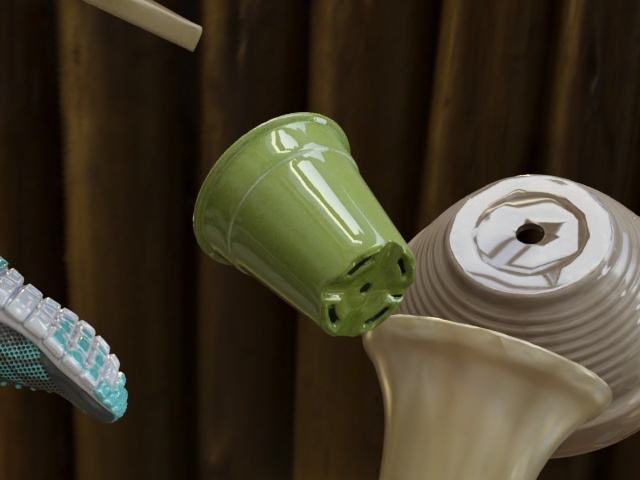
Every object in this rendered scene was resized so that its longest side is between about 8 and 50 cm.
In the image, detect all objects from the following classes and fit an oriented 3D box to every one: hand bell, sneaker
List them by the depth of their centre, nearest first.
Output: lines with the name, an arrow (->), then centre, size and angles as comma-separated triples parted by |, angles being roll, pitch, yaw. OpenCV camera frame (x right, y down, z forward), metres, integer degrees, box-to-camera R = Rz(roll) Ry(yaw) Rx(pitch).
hand bell -> 0.044, 0.169, 0.851 | 0.126, 0.126, 0.242 | 17, -105, 5
sneaker -> -0.205, 0.073, 1.230 | 0.166, 0.065, 0.076 | 40, -71, -2

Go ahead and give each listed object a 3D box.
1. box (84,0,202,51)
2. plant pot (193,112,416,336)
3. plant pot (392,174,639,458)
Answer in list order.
box -> -0.182, -0.187, 1.224 | 0.164, 0.201, 0.021 | 30, -85, 17
plant pot -> 0.000, 0.000, 0.800 | 0.079, 0.083, 0.083 | 46, -54, 36
plant pot -> 0.152, 0.031, 1.312 | 0.237, 0.237, 0.110 | 1, -42, 13
